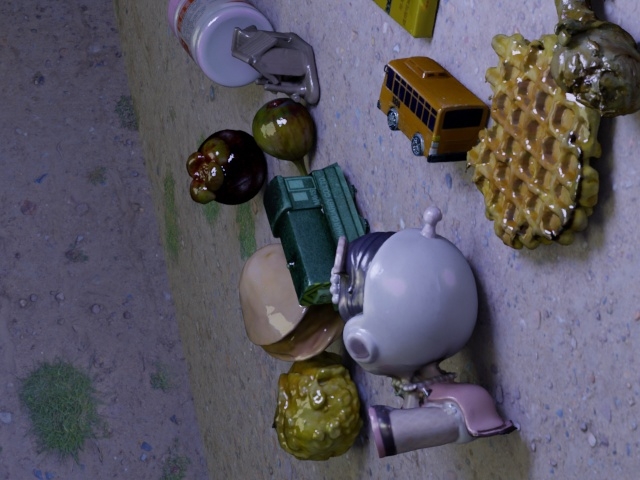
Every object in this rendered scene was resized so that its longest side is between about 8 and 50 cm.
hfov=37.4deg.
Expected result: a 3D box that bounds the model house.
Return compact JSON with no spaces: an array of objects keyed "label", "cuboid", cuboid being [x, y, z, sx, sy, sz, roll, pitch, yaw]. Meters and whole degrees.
[{"label":"model house","cuboid":[-0.108,-0.397,2.080,0.229,0.188,0.122,52,127,53]}]

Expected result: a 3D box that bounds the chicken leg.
[{"label":"chicken leg","cuboid":[0.315,-0.236,1.118,0.088,0.103,0.228,89,168,-58]}]

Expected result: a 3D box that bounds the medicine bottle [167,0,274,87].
[{"label":"medicine bottle","cuboid":[-0.251,-0.525,2.353,0.316,0.202,0.202,-128,38,-53]}]

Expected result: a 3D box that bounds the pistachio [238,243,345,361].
[{"label":"pistachio","cuboid":[-0.063,0.129,2.021,0.238,0.229,0.321,-54,26,2]}]

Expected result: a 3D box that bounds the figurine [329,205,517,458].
[{"label":"figurine","cuboid":[0.160,0.147,1.488,0.211,0.253,0.361,-22,79,23]}]

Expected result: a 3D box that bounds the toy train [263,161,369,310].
[{"label":"toy train","cuboid":[0.000,0.000,1.887,0.138,0.178,0.330,115,144,-52]}]

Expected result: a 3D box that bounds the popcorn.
[{"label":"popcorn","cuboid":[-0.020,0.354,2.017,0.266,0.192,0.233,-19,77,64]}]

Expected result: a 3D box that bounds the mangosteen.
[{"label":"mangosteen","cuboid":[-0.238,-0.187,2.418,0.210,0.209,0.210,174,90,-69]}]

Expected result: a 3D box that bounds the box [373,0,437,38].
[{"label":"box","cuboid":[0.127,-0.470,1.616,0.279,0.041,0.153,-122,32,-49]}]

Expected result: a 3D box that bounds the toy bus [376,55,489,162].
[{"label":"toy bus","cuboid":[0.172,-0.212,1.492,0.201,0.098,0.114,-124,35,-49]}]

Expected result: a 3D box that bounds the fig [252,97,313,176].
[{"label":"fig","cuboid":[-0.057,-0.196,2.108,0.149,0.149,0.245,33,149,64]}]

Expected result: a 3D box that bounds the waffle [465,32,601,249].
[{"label":"waffle","cuboid":[0.285,-0.130,1.284,0.281,0.058,0.301,-159,66,-65]}]
